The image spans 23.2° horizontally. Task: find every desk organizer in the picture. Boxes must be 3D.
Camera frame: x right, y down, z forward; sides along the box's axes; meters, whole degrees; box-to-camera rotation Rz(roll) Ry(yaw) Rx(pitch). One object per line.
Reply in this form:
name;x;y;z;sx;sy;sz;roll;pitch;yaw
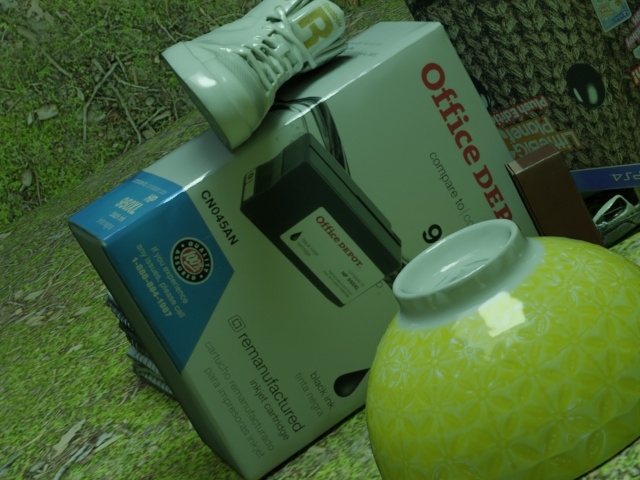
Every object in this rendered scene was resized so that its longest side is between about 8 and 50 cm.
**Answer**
desk organizer;0.228;-0.024;1.490;0.050;0.130;0.047;-27;16;4

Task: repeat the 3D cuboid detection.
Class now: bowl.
bowl;0.146;0.076;1.283;0.289;0.156;0.289;-28;15;8

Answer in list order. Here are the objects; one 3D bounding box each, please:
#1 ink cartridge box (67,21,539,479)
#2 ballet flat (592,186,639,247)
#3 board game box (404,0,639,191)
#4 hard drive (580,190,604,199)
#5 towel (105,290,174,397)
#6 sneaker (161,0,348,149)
ink cartridge box;0.000;0.000;1.540;0.395;0.285;0.166;-34;17;-13
ballet flat;0.311;-0.033;1.536;0.114;0.041;0.041;-30;16;0
board game box;0.243;-0.205;1.562;0.141;0.291;0.232;-41;21;-31
hard drive;0.376;-0.140;1.735;0.353;0.047;0.233;-23;18;22
towel;-0.115;0.071;1.841;0.235;0.121;0.284;-34;16;-16
sneaker;-0.053;-0.179;1.467;0.169;0.108;0.292;-32;16;2
